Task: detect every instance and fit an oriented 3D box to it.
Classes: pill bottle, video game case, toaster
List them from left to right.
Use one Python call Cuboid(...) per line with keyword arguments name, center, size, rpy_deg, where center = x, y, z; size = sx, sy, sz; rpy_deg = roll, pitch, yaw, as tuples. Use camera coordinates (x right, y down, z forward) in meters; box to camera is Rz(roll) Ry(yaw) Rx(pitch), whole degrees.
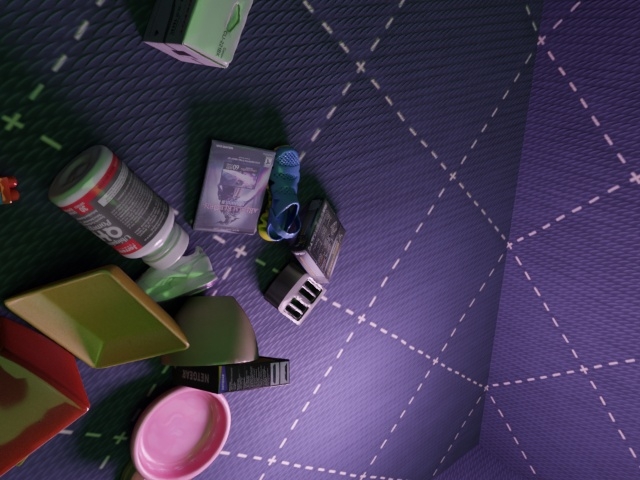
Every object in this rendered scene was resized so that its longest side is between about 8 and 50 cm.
Cuboid(name="pill bottle", center=(-0.481, -0.067, 1.176), size=(0.176, 0.176, 0.318), rpy_deg=(-48, 131, -10))
Cuboid(name="video game case", center=(-0.254, -0.149, 1.384), size=(0.196, 0.026, 0.274), rpy_deg=(4, 114, -33))
Cuboid(name="toaster", center=(-0.089, 0.180, 1.645), size=(0.168, 0.110, 0.185), rpy_deg=(-52, 132, -8))

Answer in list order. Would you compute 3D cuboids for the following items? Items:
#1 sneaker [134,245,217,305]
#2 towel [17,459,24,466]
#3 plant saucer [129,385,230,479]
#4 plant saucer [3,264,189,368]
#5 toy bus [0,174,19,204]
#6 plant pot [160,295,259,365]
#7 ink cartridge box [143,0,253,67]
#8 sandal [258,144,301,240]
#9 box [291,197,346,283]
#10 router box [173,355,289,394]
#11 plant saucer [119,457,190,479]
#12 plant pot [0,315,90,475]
Cuboid(name="sneaker", center=(-0.458, 0.107, 1.343), size=(0.305, 0.114, 0.152), rpy_deg=(-18, 88, -20))
Cuboid(name="towel", center=(-0.878, 0.534, 1.248), size=(0.102, 0.021, 0.237), rpy_deg=(-55, 132, -5))
Cuboid(name="plant saucer", center=(-0.458, 0.619, 1.547), size=(0.332, 0.084, 0.332), rpy_deg=(-9, 104, -37))
Cuboid(name="plant saucer", center=(-0.553, 0.189, 1.213), size=(0.333, 0.081, 0.332), rpy_deg=(-16, 132, 18))
Cuboid(name="toy bus", center=(-0.751, -0.124, 0.971), size=(0.211, 0.149, 0.220), rpy_deg=(-23, 121, -44))
Cuboid(name="plant pot", center=(-0.329, 0.263, 1.419), size=(0.284, 0.284, 0.191), rpy_deg=(5, 78, -40))
Cuboid(name="ink cartridge box", center=(-0.277, -0.512, 1.063), size=(0.114, 0.273, 0.197), rpy_deg=(15, 100, -42))
Cuboid(name="sandal", center=(-0.107, -0.134, 1.469), size=(0.126, 0.138, 0.317), rpy_deg=(-9, 114, -33))
Cuboid(name="box", center=(0.000, 0.000, 1.596), size=(0.183, 0.056, 0.231), rpy_deg=(56, 42, -41))
Cuboid(name="router box", center=(-0.281, 0.407, 1.468), size=(0.243, 0.309, 0.081), rpy_deg=(6, 79, -40))
Cuboid(name="plant saucer", center=(-0.542, 0.796, 1.624), size=(0.278, 0.041, 0.278), rpy_deg=(-17, 120, -31))
Cuboid(name="plant pot", center=(-0.749, 0.339, 1.101), size=(0.267, 0.267, 0.235), rpy_deg=(-37, 125, -20))
